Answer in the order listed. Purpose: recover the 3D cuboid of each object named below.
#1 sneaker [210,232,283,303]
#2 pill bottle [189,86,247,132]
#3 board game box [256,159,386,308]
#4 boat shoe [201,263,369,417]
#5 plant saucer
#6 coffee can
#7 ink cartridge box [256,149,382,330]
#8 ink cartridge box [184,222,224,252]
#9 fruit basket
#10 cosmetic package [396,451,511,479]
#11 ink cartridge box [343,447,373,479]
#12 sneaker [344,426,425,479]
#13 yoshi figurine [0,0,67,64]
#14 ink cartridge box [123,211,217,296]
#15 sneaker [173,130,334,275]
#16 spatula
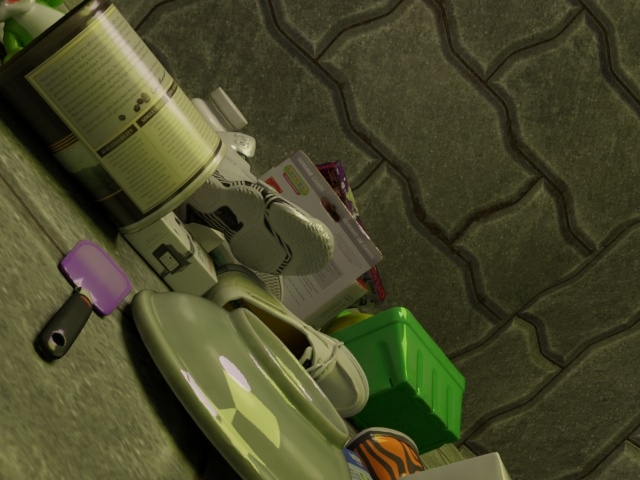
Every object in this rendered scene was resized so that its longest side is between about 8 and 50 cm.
[{"bbox_3d":[-0.163,0.029,1.878,0.256,0.094,0.151,62,-13,-16],"label":"sneaker"},{"bbox_3d":[-0.255,-0.201,1.874,0.121,0.216,0.121,53,4,-5],"label":"pill bottle"},{"bbox_3d":[0.000,0.000,2.136,0.056,0.208,0.347,-50,126,-53],"label":"board game box"},{"bbox_3d":[-0.040,0.190,1.526,0.367,0.136,0.156,48,5,-26],"label":"boat shoe"},{"bbox_3d":[-0.068,0.192,1.178,0.400,0.100,0.400,49,0,0],"label":"plant saucer"},{"bbox_3d":[-0.290,-0.175,1.318,0.275,0.201,0.201,52,4,-21],"label":"coffee can"},{"bbox_3d":[-0.050,0.016,1.964,0.309,0.272,0.130,55,4,18],"label":"ink cartridge box"},{"bbox_3d":[-0.261,-0.071,1.732,0.115,0.067,0.198,47,7,-50],"label":"ink cartridge box"},{"bbox_3d":[0.138,0.277,2.170,0.392,0.283,0.392,55,19,-30],"label":"fruit basket"},{"bbox_3d":[0.248,0.493,1.350,0.217,0.156,0.385,-95,163,-45],"label":"cosmetic package"},{"bbox_3d":[0.061,0.401,1.390,0.311,0.065,0.186,53,3,27],"label":"ink cartridge box"},{"bbox_3d":[0.163,0.456,1.609,0.321,0.124,0.180,50,3,-33],"label":"sneaker"},{"bbox_3d":[-0.415,-0.337,1.428,0.362,0.203,0.203,47,13,-34],"label":"yoshi figurine"},{"bbox_3d":[-0.226,0.011,1.436,0.150,0.063,0.109,51,4,-22],"label":"ink cartridge box"},{"bbox_3d":[-0.123,-0.078,1.577,0.366,0.137,0.210,22,33,12],"label":"sneaker"},{"bbox_3d":[-0.246,0.061,0.976,0.084,0.030,0.296,51,4,-12],"label":"spatula"}]
